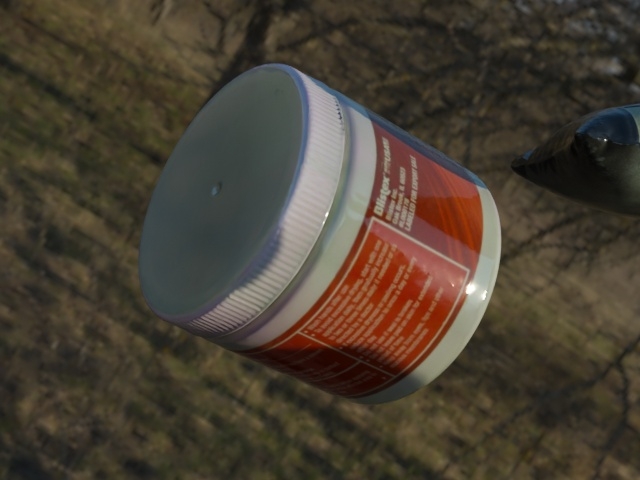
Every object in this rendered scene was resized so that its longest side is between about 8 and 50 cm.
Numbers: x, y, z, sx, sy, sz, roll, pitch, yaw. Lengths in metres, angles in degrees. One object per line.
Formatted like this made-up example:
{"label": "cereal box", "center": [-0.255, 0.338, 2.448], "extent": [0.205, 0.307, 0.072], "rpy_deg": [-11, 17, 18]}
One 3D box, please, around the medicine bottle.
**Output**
{"label": "medicine bottle", "center": [0.000, 0.000, 1.195], "extent": [0.241, 0.252, 0.252], "rpy_deg": [27, 10, -33]}

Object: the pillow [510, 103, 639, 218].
{"label": "pillow", "center": [0.315, -0.069, 1.177], "extent": [0.250, 0.106, 0.186], "rpy_deg": [3, -7, -8]}
